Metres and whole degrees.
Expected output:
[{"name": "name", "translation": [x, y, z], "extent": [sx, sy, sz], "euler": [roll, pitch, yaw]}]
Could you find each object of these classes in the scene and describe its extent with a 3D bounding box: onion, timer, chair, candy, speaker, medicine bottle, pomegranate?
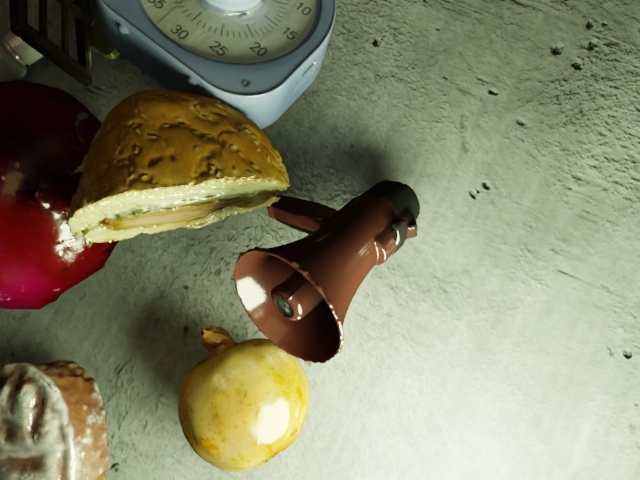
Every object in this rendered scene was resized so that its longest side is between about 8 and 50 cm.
[{"name": "onion", "translation": [-0.535, -0.099, 0.791], "extent": [0.399, 0.420, 0.398], "euler": [-3, 73, 10]}, {"name": "timer", "translation": [-0.150, -0.411, 0.879], "extent": [0.395, 0.173, 0.394], "euler": [3, 71, -9]}, {"name": "chair", "translation": [-0.420, -0.545, 0.953], "extent": [0.241, 0.203, 0.416], "euler": [-19, 72, 12]}, {"name": "candy", "translation": [-0.450, 0.337, 0.826], "extent": [0.214, 0.157, 0.289], "euler": [-5, 84, 17]}, {"name": "speaker", "translation": [0.004, 0.024, 0.845], "extent": [0.329, 0.259, 0.198], "euler": [-45, 113, -45]}, {"name": "medicine bottle", "translation": [-0.673, -0.324, 1.010], "extent": [0.260, 0.095, 0.095], "euler": [-36, 78, -3]}, {"name": "pomegranate", "translation": [-0.119, 0.253, 0.810], "extent": [0.207, 0.207, 0.207], "euler": [-1, 78, 3]}]

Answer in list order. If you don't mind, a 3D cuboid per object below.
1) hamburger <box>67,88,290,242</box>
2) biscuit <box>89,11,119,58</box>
[{"name": "hamburger", "translation": [-0.226, -0.132, 0.785], "extent": [0.330, 0.162, 0.208], "euler": [-15, 74, -25]}, {"name": "biscuit", "translation": [-0.366, -0.512, 1.057], "extent": [0.099, 0.038, 0.322], "euler": [29, 80, 16]}]
